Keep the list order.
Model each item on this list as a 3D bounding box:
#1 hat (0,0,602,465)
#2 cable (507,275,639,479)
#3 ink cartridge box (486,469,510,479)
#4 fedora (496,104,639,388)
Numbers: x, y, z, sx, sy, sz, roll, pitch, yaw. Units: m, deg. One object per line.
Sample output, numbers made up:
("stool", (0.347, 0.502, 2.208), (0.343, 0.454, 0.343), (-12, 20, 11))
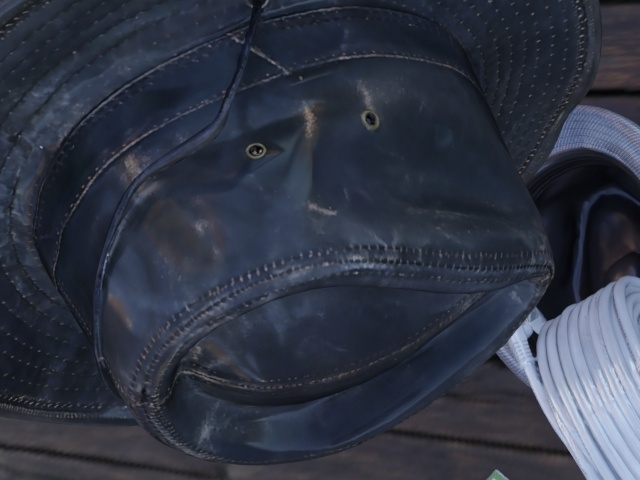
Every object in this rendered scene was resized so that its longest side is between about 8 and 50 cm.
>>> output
("hat", (0.000, 0.000, 0.710), (0.134, 0.331, 0.331), (54, 124, 37))
("cable", (0.262, 0.145, 1.269), (0.089, 0.257, 0.257), (-41, 48, 21))
("ink cartridge box", (0.227, 0.319, 1.931), (0.062, 0.109, 0.209), (-49, 34, -2))
("fedora", (0.261, 0.022, 1.620), (0.243, 0.124, 0.275), (-40, 59, 28))
